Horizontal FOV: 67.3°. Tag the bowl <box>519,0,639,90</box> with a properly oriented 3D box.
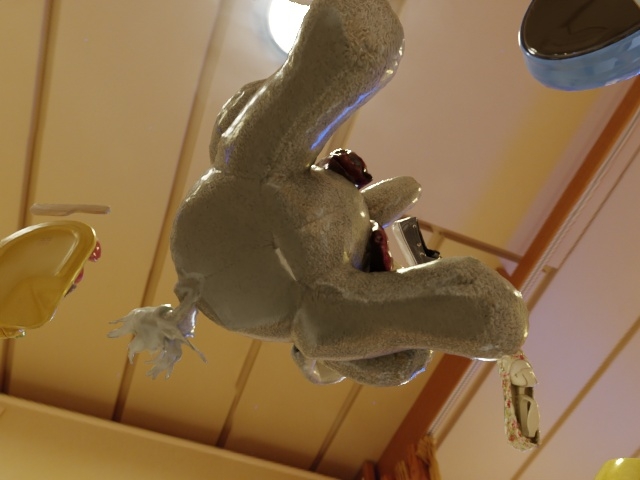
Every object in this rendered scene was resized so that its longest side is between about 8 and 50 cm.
[{"bbox_3d":[0.567,-0.468,0.918,0.077,0.391,0.391,34,-69,-30],"label":"bowl"}]

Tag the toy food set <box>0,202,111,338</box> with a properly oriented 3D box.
[{"bbox_3d":[-0.328,0.041,0.579,0.128,0.218,0.071,-2,-53,4],"label":"toy food set"}]

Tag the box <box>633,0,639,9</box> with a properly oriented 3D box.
[{"bbox_3d":[0.376,-0.207,0.382,0.168,0.215,0.345,-37,-95,36],"label":"box"}]

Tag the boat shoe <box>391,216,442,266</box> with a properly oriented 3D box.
[{"bbox_3d":[0.261,0.042,1.195,0.076,0.080,0.228,-25,-82,24],"label":"boat shoe"}]

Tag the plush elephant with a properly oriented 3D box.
[{"bbox_3d":[0.000,0.000,0.459,0.330,0.255,0.272,-32,-93,22],"label":"plush elephant"}]

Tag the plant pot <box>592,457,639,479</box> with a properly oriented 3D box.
[{"bbox_3d":[0.286,0.247,0.412,0.134,0.095,0.134,12,-34,9],"label":"plant pot"}]

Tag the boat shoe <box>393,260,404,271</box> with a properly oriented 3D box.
[{"bbox_3d":[0.050,0.088,0.896,0.324,0.116,0.097,8,-19,-43],"label":"boat shoe"}]

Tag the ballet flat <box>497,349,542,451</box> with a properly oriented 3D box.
[{"bbox_3d":[0.448,0.340,1.063,0.091,0.077,0.241,1,-104,-16],"label":"ballet flat"}]

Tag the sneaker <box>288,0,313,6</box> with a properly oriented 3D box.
[{"bbox_3d":[-0.082,-0.477,0.824,0.283,0.122,0.110,13,-84,33],"label":"sneaker"}]
